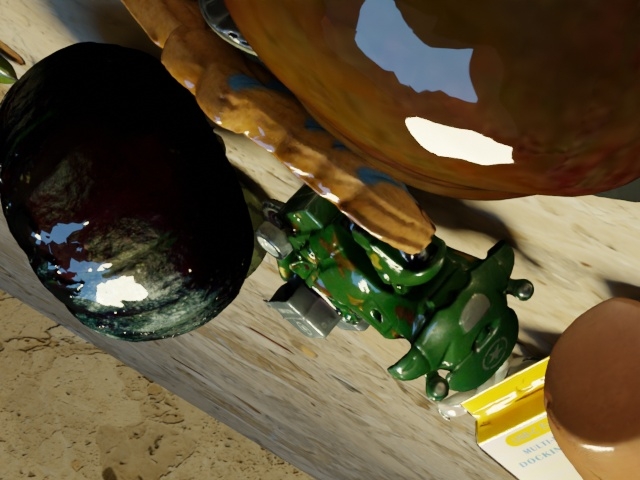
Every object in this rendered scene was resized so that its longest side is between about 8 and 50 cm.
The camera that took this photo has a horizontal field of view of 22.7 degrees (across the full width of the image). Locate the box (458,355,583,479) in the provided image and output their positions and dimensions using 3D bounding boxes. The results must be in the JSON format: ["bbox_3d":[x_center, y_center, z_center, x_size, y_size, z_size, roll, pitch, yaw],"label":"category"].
[{"bbox_3d":[0.234,0.182,1.289,0.129,0.033,0.247,-32,124,30],"label":"box"}]

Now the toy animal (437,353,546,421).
[{"bbox_3d":[0.162,0.134,1.359,0.085,0.071,0.124,33,167,-3],"label":"toy animal"}]

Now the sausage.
[{"bbox_3d":[0.253,0.158,1.126,0.121,0.121,0.304,22,162,40],"label":"sausage"}]

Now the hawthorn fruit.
[{"bbox_3d":[0.047,-0.139,0.431,0.248,0.208,0.208,58,166,1],"label":"hawthorn fruit"}]

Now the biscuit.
[{"bbox_3d":[-0.032,-0.093,0.959,0.280,0.043,0.183,47,-165,20],"label":"biscuit"}]

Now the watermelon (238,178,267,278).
[{"bbox_3d":[-0.091,-0.004,1.386,0.105,0.105,0.133,20,167,43],"label":"watermelon"}]

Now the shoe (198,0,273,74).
[{"bbox_3d":[0.019,-0.097,0.889,0.194,0.074,0.077,36,178,-1],"label":"shoe"}]

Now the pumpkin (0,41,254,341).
[{"bbox_3d":[-0.145,-0.038,1.183,0.233,0.163,0.233,64,179,2],"label":"pumpkin"}]

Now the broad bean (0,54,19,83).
[{"bbox_3d":[-0.393,-0.227,1.423,0.297,0.043,0.060,37,177,-14],"label":"broad bean"}]

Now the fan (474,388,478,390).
[{"bbox_3d":[0.250,0.215,1.574,0.294,0.012,0.223,40,165,-23],"label":"fan"}]

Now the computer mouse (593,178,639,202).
[{"bbox_3d":[0.073,-0.107,0.669,0.270,0.086,0.137,27,163,-16],"label":"computer mouse"}]

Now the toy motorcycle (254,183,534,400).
[{"bbox_3d":[0.046,0.027,1.161,0.187,0.125,0.275,46,166,-13],"label":"toy motorcycle"}]
